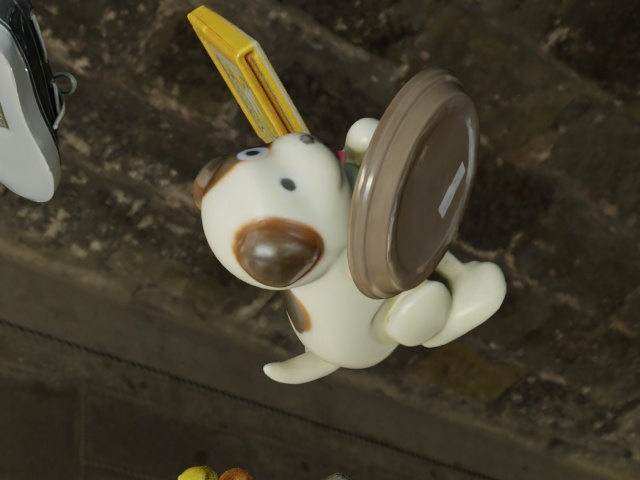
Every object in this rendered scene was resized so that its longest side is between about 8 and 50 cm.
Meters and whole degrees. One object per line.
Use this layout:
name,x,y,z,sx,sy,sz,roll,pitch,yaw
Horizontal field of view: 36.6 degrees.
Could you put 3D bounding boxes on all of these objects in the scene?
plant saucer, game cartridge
plant saucer,0.117,-0.060,1.110,0.041,0.278,0.278,19,19,26
game cartridge,-0.110,-0.250,1.665,0.285,0.052,0.323,59,-8,-31

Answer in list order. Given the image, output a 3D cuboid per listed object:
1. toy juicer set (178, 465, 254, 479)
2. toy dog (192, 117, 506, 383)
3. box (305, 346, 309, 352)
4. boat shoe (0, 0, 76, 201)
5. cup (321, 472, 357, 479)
toy juicer set,-0.201,0.446,1.425,0.089,0.209,0.329,23,22,38
toy dog,0.000,0.000,1.367,0.408,0.395,0.285,39,18,-48
box,-0.007,0.166,1.863,0.028,0.081,0.136,9,47,-22
boat shoe,-0.352,-0.168,1.134,0.113,0.306,0.105,17,56,14
cup,0.025,0.347,0.842,0.331,0.237,0.331,30,-9,5
